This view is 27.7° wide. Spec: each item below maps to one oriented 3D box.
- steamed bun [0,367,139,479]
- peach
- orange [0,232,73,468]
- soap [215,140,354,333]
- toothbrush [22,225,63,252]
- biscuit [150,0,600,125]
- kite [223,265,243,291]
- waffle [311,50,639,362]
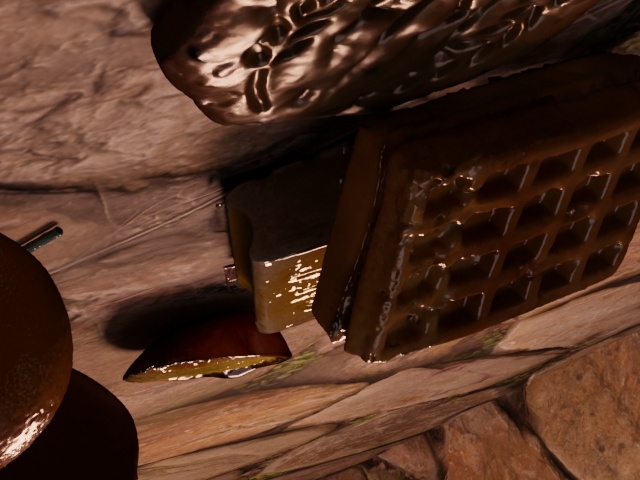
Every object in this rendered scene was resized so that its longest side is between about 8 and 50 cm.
[{"bbox_3d":[-0.381,0.254,1.316,0.379,0.248,0.235,-31,174,-24],"label":"steamed bun"},{"bbox_3d":[-0.143,0.127,1.533,0.189,0.068,0.279,-16,168,16],"label":"peach"},{"bbox_3d":[-0.285,0.084,0.951,0.206,0.206,0.206,-19,165,-5],"label":"orange"},{"bbox_3d":[0.000,0.000,1.235,0.174,0.089,0.274,-22,165,-7],"label":"soap"},{"bbox_3d":[-0.282,0.028,1.105,0.167,0.014,0.011,-27,155,23],"label":"toothbrush"},{"bbox_3d":[0.065,-0.162,0.842,0.359,0.046,0.359,-19,166,-5],"label":"biscuit"},{"bbox_3d":[-0.053,0.026,1.415,0.137,0.005,0.152,-4,157,-47],"label":"kite"},{"bbox_3d":[0.152,-0.031,1.099,0.328,0.098,0.224,-19,136,-37],"label":"waffle"}]
